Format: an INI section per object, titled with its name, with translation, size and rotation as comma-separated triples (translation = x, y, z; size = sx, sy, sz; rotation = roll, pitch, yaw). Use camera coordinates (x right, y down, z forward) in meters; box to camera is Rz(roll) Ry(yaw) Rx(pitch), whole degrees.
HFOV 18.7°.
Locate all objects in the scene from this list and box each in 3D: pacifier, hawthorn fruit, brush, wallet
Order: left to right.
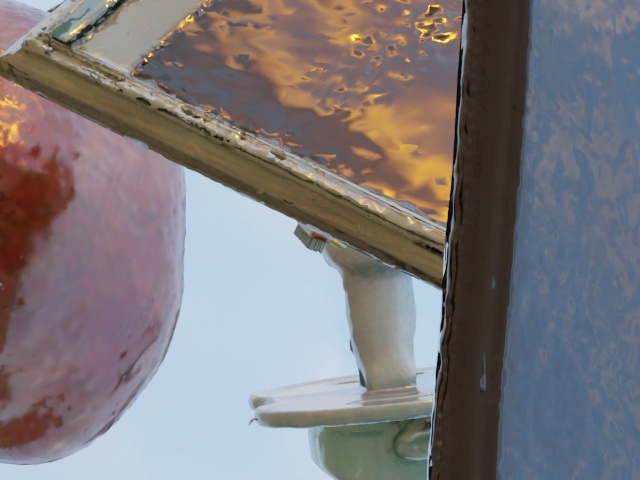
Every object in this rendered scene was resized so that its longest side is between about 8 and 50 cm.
[hawthorn fruit]
translation = -0.151, -0.026, 0.930
size = 0.210, 0.210, 0.262
rotation = -8, -131, 44
[brush]
translation = 0.000, 0.000, 1.546
size = 0.021, 0.019, 0.083
rotation = -67, -156, 4
[pacifier]
translation = 0.071, 0.081, 1.684
size = 0.343, 0.288, 0.269
rotation = -160, -115, -83
[wallet]
translation = 0.083, -0.008, 0.513
size = 0.044, 0.149, 0.250
rotation = -9, -109, 44

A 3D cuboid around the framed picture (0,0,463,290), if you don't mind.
[framed picture]
translation = 0.056, -0.103, 0.739
size = 0.231, 0.293, 0.018
rotation = 26, -41, 19
